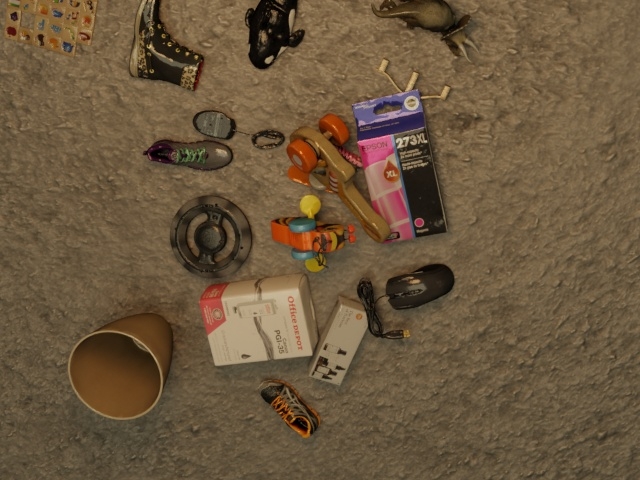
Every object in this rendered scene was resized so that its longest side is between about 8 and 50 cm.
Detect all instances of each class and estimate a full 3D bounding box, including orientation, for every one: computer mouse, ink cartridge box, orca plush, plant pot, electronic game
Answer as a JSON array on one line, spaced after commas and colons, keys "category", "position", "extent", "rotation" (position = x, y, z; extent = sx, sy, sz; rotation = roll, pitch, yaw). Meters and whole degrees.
[{"category": "computer mouse", "position": [-0.213, -0.288, 1.956], "extent": [0.242, 0.041, 0.071], "rotation": [15, 108, -3]}, {"category": "computer mouse", "position": [0.237, 0.170, 1.986], "extent": [0.262, 0.060, 0.184], "rotation": [-11, 100, -1]}, {"category": "ink cartridge box", "position": [0.202, -0.181, 1.901], "extent": [0.176, 0.069, 0.370], "rotation": [-11, 107, 12]}, {"category": "orca plush", "position": [-0.098, -0.545, 1.817], "extent": [0.151, 0.102, 0.287], "rotation": [42, 108, -6]}, {"category": "plant pot", "position": [-0.508, 0.308, 2.058], "extent": [0.257, 0.274, 0.256], "rotation": [3, 108, 8]}, {"category": "electronic game", "position": [-0.299, -0.009, 2.046], "extent": [0.230, 0.048, 0.229], "rotation": [1, 100, 8]}, {"category": "ink cartridge box", "position": [-0.164, 0.217, 2.061], "extent": [0.283, 0.117, 0.207], "rotation": [-8, 106, 11]}]

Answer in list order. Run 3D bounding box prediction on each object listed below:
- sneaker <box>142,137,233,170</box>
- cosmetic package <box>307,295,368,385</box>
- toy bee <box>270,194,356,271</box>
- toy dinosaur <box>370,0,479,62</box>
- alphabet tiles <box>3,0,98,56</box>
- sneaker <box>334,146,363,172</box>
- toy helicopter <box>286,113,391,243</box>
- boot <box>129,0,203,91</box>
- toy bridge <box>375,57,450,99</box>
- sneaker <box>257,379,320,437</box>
[{"category": "sneaker", "position": [-0.346, -0.217, 1.960], "extent": [0.224, 0.098, 0.083], "rotation": [3, 108, 8]}, {"category": "cosmetic package", "position": [0.053, 0.279, 2.070], "extent": [0.099, 0.060, 0.239], "rotation": [18, 110, -13]}, {"category": "toy bee", "position": [0.000, 0.000, 1.923], "extent": [0.162, 0.298, 0.195], "rotation": [-12, 130, -25]}, {"category": "toy dinosaur", "position": [0.242, -0.525, 1.721], "extent": [0.160, 0.314, 0.121], "rotation": [29, 102, 38]}, {"category": "alphabet tiles", "position": [-0.696, -0.592, 1.940], "extent": [0.237, 0.009, 0.198], "rotation": [16, 109, 3]}, {"category": "sneaker", "position": [0.052, -0.212, 1.936], "extent": [0.119, 0.047, 0.057], "rotation": [36, 120, -2]}, {"category": "toy helicopter", "position": [0.045, -0.133, 1.882], "extent": [0.140, 0.235, 0.355], "rotation": [-42, 97, -20]}, {"category": "boot", "position": [-0.375, -0.501, 1.883], "extent": [0.179, 0.085, 0.236], "rotation": [18, 116, 0]}, {"category": "toy bridge", "position": [0.224, -0.388, 1.860], "extent": [0.188, 0.026, 0.063], "rotation": [22, 111, 0]}, {"category": "sneaker", "position": [-0.091, 0.482, 2.154], "extent": [0.215, 0.083, 0.084], "rotation": [38, 110, -3]}]
